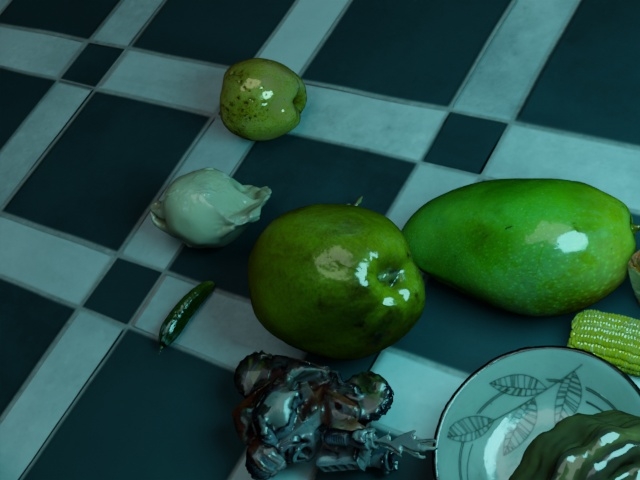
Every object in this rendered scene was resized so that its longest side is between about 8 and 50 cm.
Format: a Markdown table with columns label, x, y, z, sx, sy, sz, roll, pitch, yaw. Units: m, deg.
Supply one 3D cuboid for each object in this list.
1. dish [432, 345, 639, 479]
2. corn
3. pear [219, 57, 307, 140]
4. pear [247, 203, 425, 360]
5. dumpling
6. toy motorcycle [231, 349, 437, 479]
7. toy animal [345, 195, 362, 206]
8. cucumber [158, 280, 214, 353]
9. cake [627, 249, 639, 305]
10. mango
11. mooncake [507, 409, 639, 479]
| label | x | y | z | sx | sy | sz | roll | pitch | yaw |
| --- | --- | --- | --- | --- | --- | --- | --- | --- | --- |
| dish | 0.317 | 0.308 | 1.439 | 0.317 | 0.106 | 0.316 | -11 | 55 | 16 |
| corn | 0.448 | 0.155 | 1.517 | 0.165 | 0.063 | 0.085 | 16 | 80 | 31 |
| pear | -0.113 | -0.280 | 2.052 | 0.178 | 0.178 | 0.178 | -12 | 51 | 16 |
| pear | 0.021 | 0.065 | 1.649 | 0.321 | 0.269 | 0.269 | -3 | 50 | 52 |
| dumpling | -0.202 | -0.068 | 1.945 | 0.258 | 0.147 | 0.193 | 0 | 24 | 31 |
| toy motorcycle | 0.013 | 0.284 | 1.574 | 0.401 | 0.134 | 0.207 | 6 | 58 | 30 |
| toy animal | 0.012 | 0.000 | 1.832 | 0.219 | 0.069 | 0.086 | -49 | 32 | -18 |
| cucumber | -0.251 | 0.133 | 1.870 | 0.039 | 0.039 | 0.168 | 21 | 64 | 35 |
| cake | 0.531 | 0.113 | 1.457 | 0.160 | 0.158 | 0.262 | -13 | 52 | 20 |
| mango | 0.300 | 0.006 | 1.612 | 0.382 | 0.201 | 0.225 | 4 | 63 | 30 |
| mooncake | 0.376 | 0.364 | 1.215 | 0.324 | 0.187 | 0.323 | 0 | 87 | -3 |
